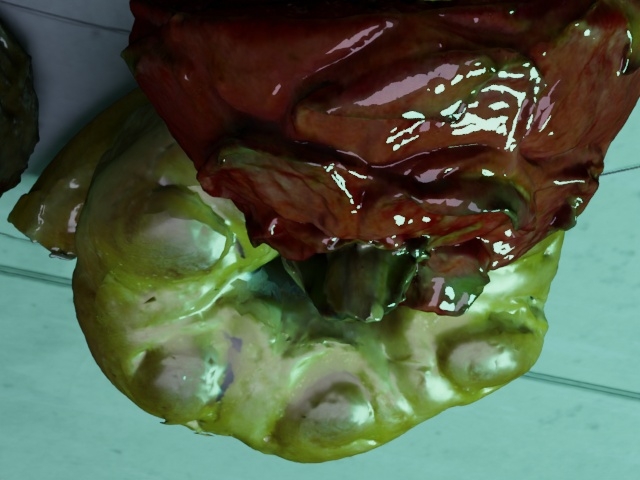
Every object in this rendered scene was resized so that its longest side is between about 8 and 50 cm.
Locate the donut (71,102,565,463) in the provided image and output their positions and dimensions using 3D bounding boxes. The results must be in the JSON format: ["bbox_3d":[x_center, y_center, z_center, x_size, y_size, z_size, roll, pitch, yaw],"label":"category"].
[{"bbox_3d":[0.000,0.000,1.056,0.317,0.150,0.299,13,121,-12],"label":"donut"}]

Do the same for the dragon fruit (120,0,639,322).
[{"bbox_3d":[0.061,-0.044,0.877,0.317,0.152,0.205,-9,110,-6],"label":"dragon fruit"}]

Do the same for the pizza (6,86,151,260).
[{"bbox_3d":[-0.045,-0.057,1.150,0.365,0.074,0.182,-22,131,11],"label":"pizza"}]

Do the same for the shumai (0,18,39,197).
[{"bbox_3d":[-0.305,-0.053,1.040,0.222,0.203,0.272,-19,138,14],"label":"shumai"}]
